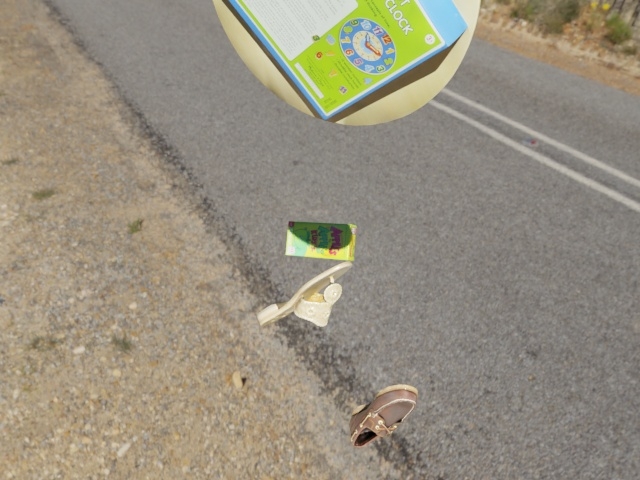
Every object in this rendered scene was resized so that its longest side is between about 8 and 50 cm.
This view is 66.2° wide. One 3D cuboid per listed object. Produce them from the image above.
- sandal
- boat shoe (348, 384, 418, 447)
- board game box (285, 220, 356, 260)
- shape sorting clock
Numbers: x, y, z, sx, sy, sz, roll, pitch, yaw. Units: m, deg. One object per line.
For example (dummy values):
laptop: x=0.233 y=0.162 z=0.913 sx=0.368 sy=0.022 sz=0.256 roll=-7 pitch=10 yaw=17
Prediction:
sandal: x=-0.016 y=0.125 z=0.904 sx=0.088 sy=0.240 sz=0.079 roll=-5 pitch=66 yaw=-55
boat shoe: x=0.121 y=0.346 z=0.952 sx=0.073 sy=0.207 sz=0.073 roll=23 pitch=46 yaw=-11
board game box: x=0.000 y=0.000 z=1.290 sx=0.181 sy=0.092 sz=0.043 roll=4 pitch=-3 yaw=26
shape sorting clock: x=0.009 y=-0.175 z=0.348 sx=0.206 sy=0.206 sz=0.040 roll=23 pitch=54 yaw=16
